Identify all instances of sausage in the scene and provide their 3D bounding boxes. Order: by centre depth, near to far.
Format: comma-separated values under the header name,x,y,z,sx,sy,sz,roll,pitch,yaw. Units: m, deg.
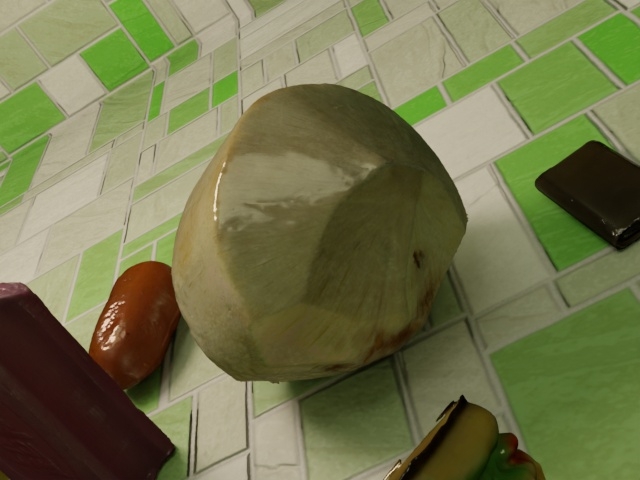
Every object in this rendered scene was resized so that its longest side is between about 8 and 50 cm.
name,x,y,z,sx,sy,sz,roll,pitch,yaw
sausage,-0.302,0.134,1.436,0.133,0.133,0.258,-21,32,24

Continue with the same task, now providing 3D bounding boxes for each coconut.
name,x,y,z,sx,sy,sz,roll,pitch,yaw
coconut,0.000,0.000,1.107,0.415,0.344,0.415,-53,19,27

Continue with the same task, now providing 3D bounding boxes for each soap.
name,x,y,z,sx,sy,sz,roll,pitch,yaw
soap,-0.397,0.217,1.177,0.233,0.359,0.128,-10,37,35

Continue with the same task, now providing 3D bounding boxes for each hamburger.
name,x,y,z,sx,sy,sz,roll,pitch,yaw
hamburger,0.112,0.267,0.768,0.237,0.149,0.237,-46,-10,-11

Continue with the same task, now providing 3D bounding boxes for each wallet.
name,x,y,z,sx,sy,sz,roll,pitch,yaw
wallet,0.375,-0.064,1.130,0.110,0.031,0.198,-34,31,1

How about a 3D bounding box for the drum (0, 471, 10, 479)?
name,x,y,z,sx,sy,sz,roll,pitch,yaw
drum,-0.627,0.292,1.451,0.431,0.214,0.431,-25,33,17
